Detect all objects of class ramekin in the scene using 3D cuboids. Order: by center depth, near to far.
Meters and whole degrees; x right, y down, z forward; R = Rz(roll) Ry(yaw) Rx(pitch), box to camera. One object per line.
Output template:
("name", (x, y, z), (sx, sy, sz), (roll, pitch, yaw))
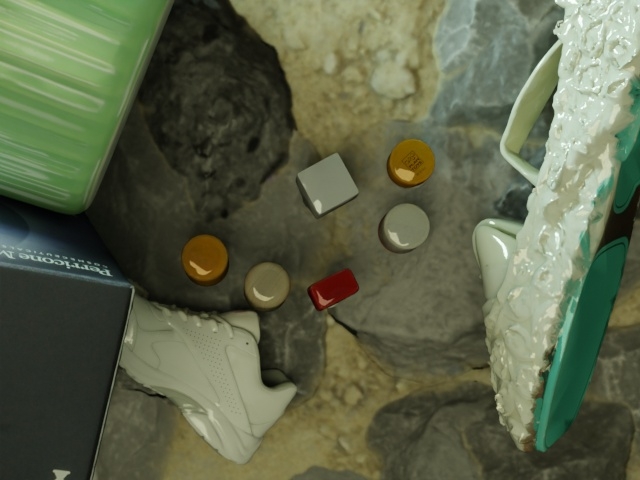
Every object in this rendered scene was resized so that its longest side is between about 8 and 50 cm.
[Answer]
("ramekin", (-0.202, -0.168, 1.127), (0.148, 0.303, 0.303), (22, 106, -8))

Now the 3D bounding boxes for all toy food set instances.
("toy food set", (0.000, 0.000, 1.267), (0.232, 0.104, 0.111), (-29, 87, -6))

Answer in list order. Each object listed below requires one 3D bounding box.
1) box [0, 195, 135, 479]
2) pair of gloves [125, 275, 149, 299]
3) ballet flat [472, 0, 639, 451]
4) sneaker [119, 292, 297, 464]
("box", (-0.319, 0.051, 1.099), (0.296, 0.294, 0.183), (11, 101, -20))
("pair of gloves", (-0.294, 0.088, 1.297), (0.240, 0.042, 0.204), (21, 98, -20))
("ballet flat", (0.205, -0.031, 1.222), (0.147, 0.147, 0.409), (17, 102, 1))
("sneaker", (-0.114, 0.089, 1.286), (0.115, 0.090, 0.232), (-46, 117, -2))
